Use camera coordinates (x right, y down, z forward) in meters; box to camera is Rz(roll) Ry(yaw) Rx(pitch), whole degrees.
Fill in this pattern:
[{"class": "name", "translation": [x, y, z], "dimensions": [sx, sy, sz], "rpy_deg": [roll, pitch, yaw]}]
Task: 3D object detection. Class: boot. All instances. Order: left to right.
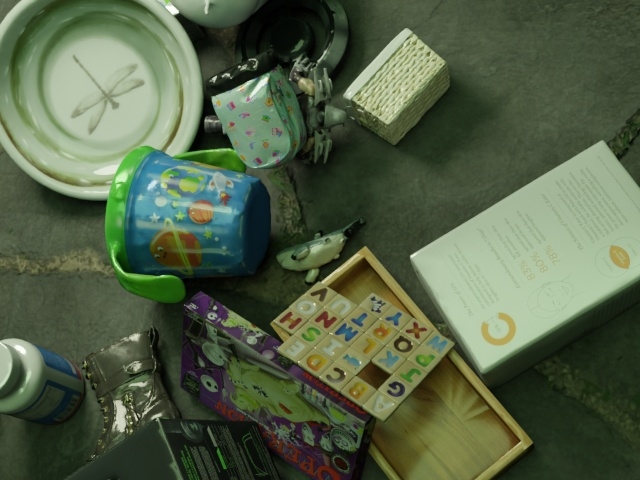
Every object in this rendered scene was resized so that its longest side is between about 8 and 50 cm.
[{"class": "boot", "translation": [-0.351, 0.293, 1.649], "dimensions": [0.263, 0.091, 0.229], "rpy_deg": [-31, 62, -3]}]

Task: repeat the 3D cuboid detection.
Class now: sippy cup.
[{"class": "sippy cup", "translation": [-0.208, -0.033, 1.637], "dimensions": [0.224, 0.240, 0.305], "rpy_deg": [6, 78, 13]}]

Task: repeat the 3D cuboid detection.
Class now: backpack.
[{"class": "backpack", "translation": [-0.102, -0.208, 1.624], "dimensions": [0.152, 0.115, 0.182], "rpy_deg": [-18, 105, 28]}]

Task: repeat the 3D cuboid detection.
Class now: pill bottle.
[{"class": "pill bottle", "translation": [-0.496, 0.232, 1.623], "dimensions": [0.124, 0.221, 0.124], "rpy_deg": [-5, 70, 13]}]

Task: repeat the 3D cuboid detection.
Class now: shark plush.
[{"class": "shark plush", "translation": [0.000, 0.000, 1.672], "dimensions": [0.161, 0.073, 0.067], "rpy_deg": [-40, 36, 3]}]

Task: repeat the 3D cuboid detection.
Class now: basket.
[{"class": "basket", "translation": [0.137, -0.262, 1.697], "dimensions": [0.103, 0.113, 0.167], "rpy_deg": [42, 85, 19]}]

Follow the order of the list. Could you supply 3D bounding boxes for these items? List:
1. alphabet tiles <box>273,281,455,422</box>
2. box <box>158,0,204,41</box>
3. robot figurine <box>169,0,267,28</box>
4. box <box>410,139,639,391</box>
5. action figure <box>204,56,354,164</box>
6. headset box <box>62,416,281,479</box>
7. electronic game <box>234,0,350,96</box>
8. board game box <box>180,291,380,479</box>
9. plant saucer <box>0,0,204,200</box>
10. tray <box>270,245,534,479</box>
[{"class": "alphabet tiles", "translation": [0.056, 0.152, 1.490], "dimensions": [0.237, 0.009, 0.198], "rpy_deg": [31, 47, 22]}, {"class": "box", "translation": [-0.316, -0.477, 1.890], "dimensions": [0.114, 0.103, 0.203], "rpy_deg": [-22, 67, 6]}, {"class": "robot figurine", "translation": [-0.155, -0.518, 1.774], "dimensions": [0.300, 0.199, 0.353], "rpy_deg": [18, 48, 27]}, {"class": "box", "translation": [0.346, 0.044, 1.504], "dimensions": [0.345, 0.168, 0.215], "rpy_deg": [-31, 67, 2]}, {"class": "action figure", "translation": [-0.065, -0.231, 1.720], "dimensions": [0.285, 0.099, 0.185], "rpy_deg": [10, 100, 28]}, {"class": "headset box", "translation": [-0.235, 0.378, 1.444], "dimensions": [0.246, 0.283, 0.131], "rpy_deg": [-35, 66, 19]}, {"class": "electronic game", "translation": [-0.054, -0.370, 1.815], "dimensions": [0.229, 0.048, 0.229], "rpy_deg": [-6, 72, 20]}, {"class": "board game box", "translation": [-0.075, 0.244, 1.530], "dimensions": [0.347, 0.208, 0.056], "rpy_deg": [30, 50, 22]}, {"class": "plant saucer", "translation": [-0.407, -0.277, 1.794], "dimensions": [0.401, 0.100, 0.400], "rpy_deg": [0, 102, 2]}, {"class": "tray", "translation": [0.124, 0.228, 1.549], "dimensions": [0.203, 0.076, 0.411], "rpy_deg": [-39, 67, -2]}]
